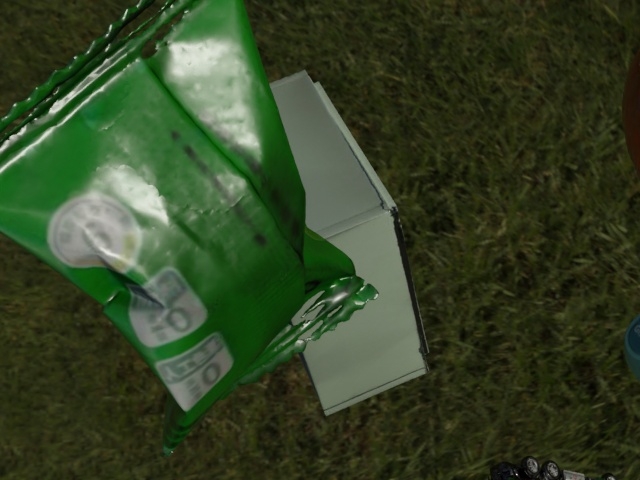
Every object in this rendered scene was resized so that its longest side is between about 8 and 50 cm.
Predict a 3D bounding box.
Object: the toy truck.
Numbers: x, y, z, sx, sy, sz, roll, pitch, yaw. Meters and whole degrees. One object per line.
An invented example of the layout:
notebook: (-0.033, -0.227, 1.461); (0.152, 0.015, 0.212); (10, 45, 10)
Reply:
toy truck: (0.368, 0.414, 1.382); (0.088, 0.259, 0.121); (-41, 40, 48)

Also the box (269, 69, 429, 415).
box: (0.000, 0.000, 0.842); (0.117, 0.225, 0.225); (-22, 45, -6)

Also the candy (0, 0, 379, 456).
candy: (-0.049, -0.004, 0.391); (0.078, 0.203, 0.141); (8, 50, 36)

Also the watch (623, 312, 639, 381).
watch: (0.489, 0.111, 1.151); (0.237, 0.195, 0.068); (-54, 45, 24)

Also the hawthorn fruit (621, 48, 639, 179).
hawthorn fruit: (0.526, -0.142, 1.173); (0.276, 0.307, 0.276); (-2, 49, 3)
